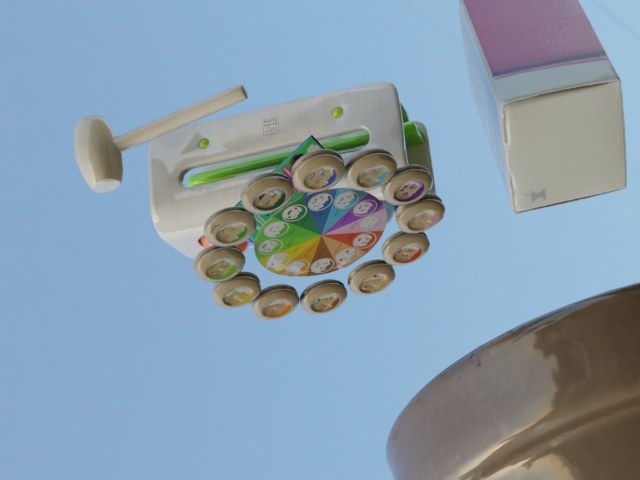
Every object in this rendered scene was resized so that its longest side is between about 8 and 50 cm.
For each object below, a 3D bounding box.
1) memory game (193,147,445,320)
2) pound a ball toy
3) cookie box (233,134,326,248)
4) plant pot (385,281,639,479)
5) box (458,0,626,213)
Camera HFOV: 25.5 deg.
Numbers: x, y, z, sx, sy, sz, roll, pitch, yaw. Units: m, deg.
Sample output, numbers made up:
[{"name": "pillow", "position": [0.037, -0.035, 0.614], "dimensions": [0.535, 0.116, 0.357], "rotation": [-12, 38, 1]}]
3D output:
[{"name": "memory game", "position": [0.000, 0.000, 1.003], "dimensions": [0.186, 0.186, 0.012], "rotation": [24, -144, -44]}, {"name": "pound a ball toy", "position": [-0.063, -0.063, 1.425], "dimensions": [0.208, 0.319, 0.136], "rotation": [40, -139, -65]}, {"name": "cookie box", "position": [-0.034, -0.041, 1.306], "dimensions": [0.107, 0.092, 0.040], "rotation": [-44, -94, -4]}, {"name": "plant pot", "position": [0.185, 0.175, 0.728], "dimensions": [0.263, 0.263, 0.229], "rotation": [20, -134, -45]}, {"name": "box", "position": [0.237, -0.164, 1.529], "dimensions": [0.232, 0.127, 0.148], "rotation": [-101, -2, -50]}]
